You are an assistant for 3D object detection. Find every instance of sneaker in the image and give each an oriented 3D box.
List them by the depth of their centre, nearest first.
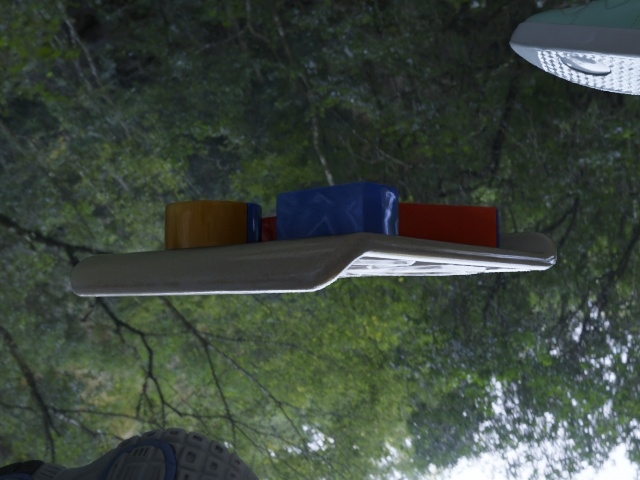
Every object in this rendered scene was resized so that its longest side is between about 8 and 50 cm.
[{"bbox_3d":[0.267,-0.190,0.551,0.256,0.094,0.151,10,-94,43],"label":"sneaker"},{"bbox_3d":[-0.166,0.240,0.627,0.297,0.129,0.111,-13,-155,24],"label":"sneaker"}]

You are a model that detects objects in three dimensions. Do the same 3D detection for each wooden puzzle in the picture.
[{"bbox_3d":[0.000,0.000,0.711,0.322,0.348,0.080,-4,-92,41],"label":"wooden puzzle"}]
